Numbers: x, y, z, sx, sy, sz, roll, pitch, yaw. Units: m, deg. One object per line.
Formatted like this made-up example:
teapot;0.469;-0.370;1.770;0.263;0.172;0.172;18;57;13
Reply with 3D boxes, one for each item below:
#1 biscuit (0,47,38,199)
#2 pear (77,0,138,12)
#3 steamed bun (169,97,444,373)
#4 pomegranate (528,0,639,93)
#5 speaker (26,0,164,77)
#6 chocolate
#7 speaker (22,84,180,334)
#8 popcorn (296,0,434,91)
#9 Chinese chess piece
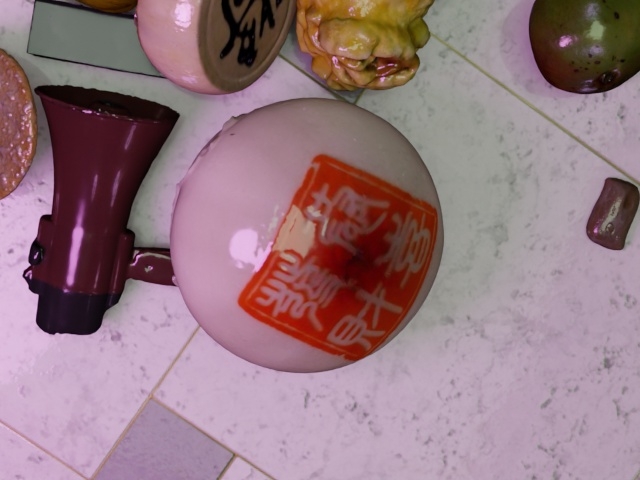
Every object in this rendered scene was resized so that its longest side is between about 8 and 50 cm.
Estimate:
biscuit;-0.449;-0.157;1.827;0.219;0.033;0.220;4;96;40
pear;-0.307;-0.441;1.776;0.253;0.253;0.307;-35;108;-1
steamed bun;0.000;0.000;1.779;0.374;0.241;0.375;-7;104;-28
pomegranate;0.366;-0.306;1.874;0.179;0.180;0.210;-3;65;-4
speaker;-0.288;-0.277;1.884;0.218;0.044;0.082;9;93;-5
chocolate;0.424;-0.038;1.952;0.064;0.031;0.101;23;90;-9
speaker;-0.272;-0.040;1.873;0.259;0.198;0.330;-5;110;-34
popcorn;0.048;-0.298;1.805;0.226;0.203;0.200;-26;124;39
Chinese chess piece;-0.130;-0.318;1.786;0.104;0.257;0.257;21;92;26
